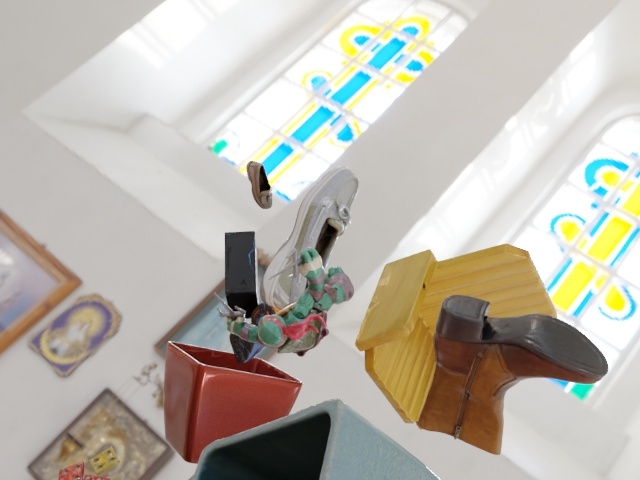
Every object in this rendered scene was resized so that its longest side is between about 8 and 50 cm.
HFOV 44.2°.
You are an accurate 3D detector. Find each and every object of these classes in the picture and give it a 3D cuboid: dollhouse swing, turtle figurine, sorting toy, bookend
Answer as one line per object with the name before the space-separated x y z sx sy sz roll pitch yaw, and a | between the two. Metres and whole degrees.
dollhouse swing | 0.318 0.217 1.725 0.304 0.315 0.347 -4 -44 34
turtle figurine | -0.042 0.094 1.032 0.118 0.175 0.234 62 21 10
sorting toy | -0.402 0.444 1.328 0.275 0.132 0.046 -107 179 -60
bookend | -0.182 0.083 1.850 0.072 0.157 0.156 -3 -27 -2

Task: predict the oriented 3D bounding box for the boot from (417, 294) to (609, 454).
boot | 0.290 0.244 1.238 0.264 0.096 0.281 13 -56 16

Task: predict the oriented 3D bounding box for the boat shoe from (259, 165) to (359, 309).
boat shoe | -0.001 0.000 1.552 0.103 0.320 0.118 22 -20 26

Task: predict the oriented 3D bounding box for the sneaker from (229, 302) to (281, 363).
sneaker | -0.131 0.213 1.787 0.221 0.087 0.083 -43 -120 41

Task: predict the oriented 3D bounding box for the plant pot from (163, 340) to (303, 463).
plant pot | -0.237 0.403 1.898 0.267 0.236 0.267 15 -2 -28

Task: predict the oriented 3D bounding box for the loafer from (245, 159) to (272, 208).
loafer | -0.131 -0.121 1.769 0.039 0.045 0.125 11 -47 38

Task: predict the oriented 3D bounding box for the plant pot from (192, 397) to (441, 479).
plant pot | 0.014 0.340 0.763 0.252 0.248 0.247 34 -40 -24

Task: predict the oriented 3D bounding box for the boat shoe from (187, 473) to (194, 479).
boat shoe | -0.214 0.627 2.006 0.157 0.367 0.136 57 -16 -19
